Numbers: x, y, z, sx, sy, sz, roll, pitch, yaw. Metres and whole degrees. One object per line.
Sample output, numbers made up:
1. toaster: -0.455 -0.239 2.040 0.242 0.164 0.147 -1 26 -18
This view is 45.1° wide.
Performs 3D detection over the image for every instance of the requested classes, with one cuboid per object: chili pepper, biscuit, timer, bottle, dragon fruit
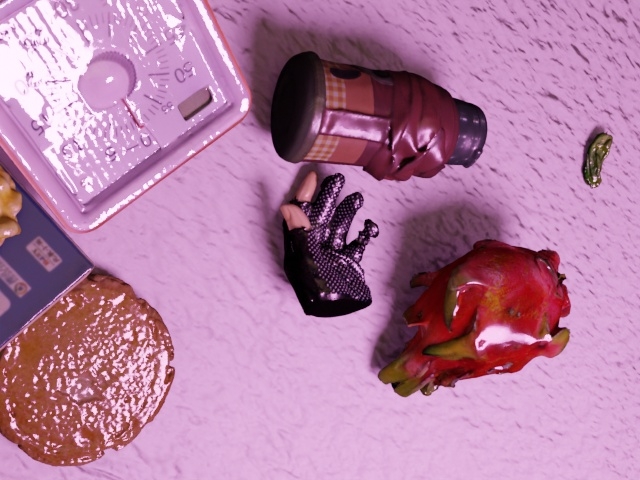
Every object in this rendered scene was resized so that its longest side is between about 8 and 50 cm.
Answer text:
1. chili pepper: 0.428 -0.126 1.193 0.034 0.030 0.091 11 94 -51
2. biscuit: -0.276 0.149 0.892 0.226 0.042 0.226 -3 96 -26
3. timer: -0.230 -0.172 0.817 0.257 0.161 0.250 -40 118 -16
4. bottle: 0.079 -0.150 0.972 0.271 0.143 0.156 5 55 -22
5. dragon fruit: 0.211 0.111 1.050 0.200 0.269 0.198 -6 54 -46

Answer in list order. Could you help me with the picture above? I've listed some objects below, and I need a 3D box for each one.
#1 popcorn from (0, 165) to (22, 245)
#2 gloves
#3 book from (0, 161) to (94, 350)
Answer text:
1. popcorn: -0.373 -0.022 0.716 0.173 0.142 0.173 0 113 -1
2. gloves: 0.001 0.001 0.986 0.129 0.106 0.180 -3 69 -26
3. book: -0.488 0.059 0.766 0.428 0.039 0.300 -42 103 -14
